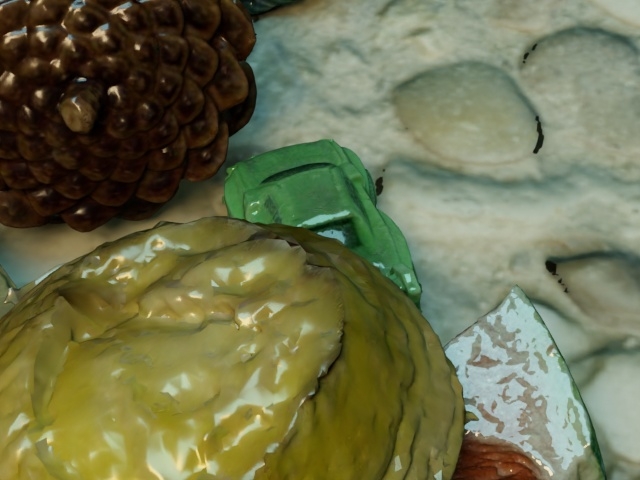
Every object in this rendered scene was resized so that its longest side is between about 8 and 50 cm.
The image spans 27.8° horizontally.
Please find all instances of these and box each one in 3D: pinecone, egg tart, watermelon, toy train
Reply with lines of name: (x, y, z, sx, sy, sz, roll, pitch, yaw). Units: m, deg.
pinecone: (-0.138, -0.112, 0.717, 0.207, 0.208, 0.208, -1, 52, 1)
egg tart: (-0.058, 0.071, 0.528, 0.252, 0.098, 0.232, -13, 52, -8)
watermelon: (0.058, 0.081, 0.617, 0.158, 0.098, 0.121, 2, 51, 9)
toy train: (0.000, 0.000, 0.689, 0.099, 0.081, 0.149, -15, 53, -9)

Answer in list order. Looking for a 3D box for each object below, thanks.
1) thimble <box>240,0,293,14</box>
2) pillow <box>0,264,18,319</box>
thimble: (-0.056, -0.216, 0.839, 0.135, 0.118, 0.090, -14, 46, 11)
pillow: (-0.236, 0.058, 0.643, 0.185, 0.075, 0.302, -42, 61, -4)
